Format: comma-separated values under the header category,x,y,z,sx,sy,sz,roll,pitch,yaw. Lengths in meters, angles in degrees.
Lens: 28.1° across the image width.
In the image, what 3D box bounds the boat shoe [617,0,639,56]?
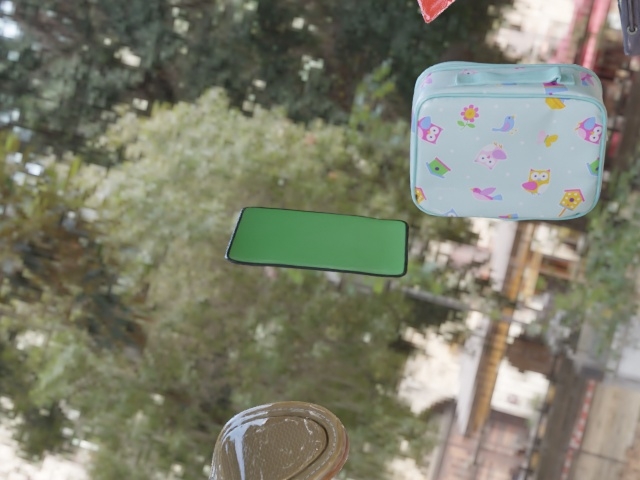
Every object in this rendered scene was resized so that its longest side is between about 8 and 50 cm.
category,x,y,z,sx,sy,sz,roll,pitch,yaw
boat shoe,0.328,-0.335,1.396,0.103,0.092,0.285,-75,-38,-70

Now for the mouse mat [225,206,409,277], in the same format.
category,x,y,z,sx,sy,sz,roll,pitch,yaw
mouse mat,0.000,0.000,1.369,0.153,0.189,0.007,-78,-6,-66

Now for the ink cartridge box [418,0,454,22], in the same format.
category,x,y,z,sx,sy,sz,roll,pitch,yaw
ink cartridge box,0.123,-0.460,1.265,0.308,0.091,0.385,-39,55,37

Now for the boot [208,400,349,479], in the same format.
category,x,y,z,sx,sy,sz,roll,pitch,yaw
boot,-0.025,0.269,1.266,0.220,0.283,0.109,28,-146,-38

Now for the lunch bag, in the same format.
category,x,y,z,sx,sy,sz,roll,pitch,yaw
lunch bag,0.266,-0.144,1.796,0.108,0.279,0.224,-81,-10,-57
